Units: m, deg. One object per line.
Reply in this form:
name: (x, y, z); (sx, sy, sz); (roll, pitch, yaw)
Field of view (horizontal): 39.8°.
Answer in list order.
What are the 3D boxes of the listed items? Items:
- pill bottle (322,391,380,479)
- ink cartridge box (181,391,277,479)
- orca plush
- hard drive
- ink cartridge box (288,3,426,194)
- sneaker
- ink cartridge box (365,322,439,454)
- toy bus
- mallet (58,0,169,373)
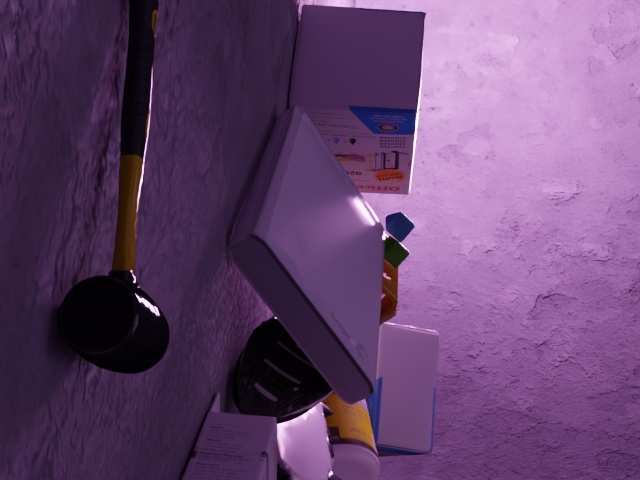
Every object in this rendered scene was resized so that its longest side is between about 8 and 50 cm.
pill bottle: (0.009, 0.249, 1.229); (0.215, 0.117, 0.117); (-103, -169, -52)
ink cartridge box: (-0.070, 0.208, 0.697); (0.180, 0.060, 0.104); (-75, 168, -68)
orca plush: (-0.056, 0.241, 1.001); (0.151, 0.102, 0.287); (46, 8, -15)
hard drive: (0.000, 0.000, 0.936); (0.203, 0.040, 0.308); (54, 21, -22)
ink cartridge box: (0.054, -0.191, 1.254); (0.233, 0.171, 0.168); (83, 12, -66)
sneaker: (-0.031, 0.129, 0.943); (0.108, 0.100, 0.271); (-55, 179, 21)
ink cartridge box: (0.090, 0.295, 1.701); (0.307, 0.129, 0.223); (150, -51, -62)
toy bus: (0.053, 0.068, 1.169); (0.202, 0.104, 0.191); (-54, -156, -12)
mallet: (-0.090, -0.028, 0.429); (0.062, 0.039, 0.190); (81, 10, -66)
